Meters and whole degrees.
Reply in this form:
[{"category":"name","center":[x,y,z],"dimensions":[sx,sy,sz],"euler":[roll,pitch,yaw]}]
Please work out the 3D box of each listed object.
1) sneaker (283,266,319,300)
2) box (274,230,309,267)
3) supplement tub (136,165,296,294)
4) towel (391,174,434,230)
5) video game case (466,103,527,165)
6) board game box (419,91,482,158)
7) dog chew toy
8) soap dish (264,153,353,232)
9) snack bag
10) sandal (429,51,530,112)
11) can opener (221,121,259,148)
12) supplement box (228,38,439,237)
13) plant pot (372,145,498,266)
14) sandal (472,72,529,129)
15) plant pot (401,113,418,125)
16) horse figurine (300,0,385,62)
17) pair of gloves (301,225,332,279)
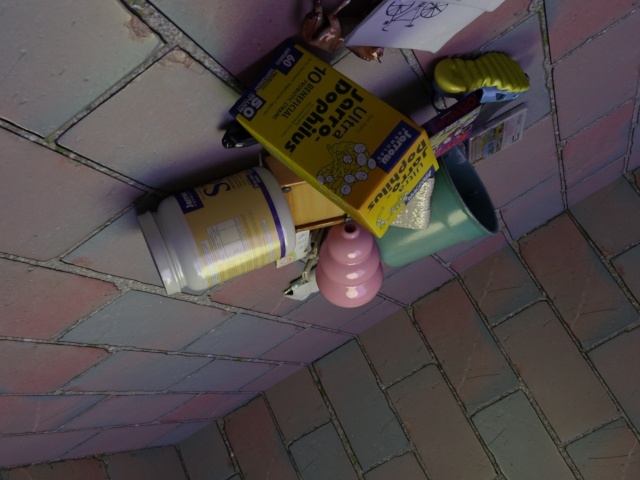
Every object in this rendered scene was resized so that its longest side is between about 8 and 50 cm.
[{"category":"sneaker","center":[-0.065,0.168,2.462],"dimensions":[0.094,0.080,0.212],"euler":[5,144,-35]},{"category":"box","center":[-0.105,-0.018,1.934],"dimensions":[0.103,0.114,0.203],"euler":[-22,159,-14]},{"category":"supplement tub","center":[-0.251,-0.022,1.582],"dimensions":[0.331,0.241,0.241],"euler":[-21,158,-16]},{"category":"towel","center":[0.176,-0.127,1.838],"dimensions":[0.049,0.282,0.187],"euler":[-64,159,-47]},{"category":"video game case","center":[0.575,-0.340,2.141],"dimensions":[0.206,0.026,0.227],"euler":[-29,159,2]},{"category":"board game box","center":[0.241,-0.226,1.653],"dimensions":[0.347,0.056,0.208],"euler":[-33,171,-4]},{"category":"dog chew toy","center":[0.084,0.056,1.903],"dimensions":[0.207,0.206,0.332],"euler":[-23,148,-13]},{"category":"soap dish","center":[-0.015,-0.136,1.692],"dimensions":[0.229,0.118,0.291],"euler":[-12,152,-4]},{"category":"snack bag","center":[0.243,-0.455,1.233],"dimensions":[0.323,0.037,0.342],"euler":[-14,168,-44]},{"category":"sandal","center":[0.402,-0.402,1.689],"dimensions":[0.317,0.126,0.138],"euler":[-7,155,-26]},{"category":"can opener","center":[-0.142,-0.239,1.475],"dimensions":[0.186,0.073,0.059],"euler":[-21,151,-41]},{"category":"supplement box","center":[0.029,-0.201,1.298],"dimensions":[0.194,0.356,0.195],"euler":[-51,157,0]},{"category":"plant pot","center":[0.319,-0.096,2.019],"dimensions":[0.334,0.341,0.341],"euler":[-30,160,28]},{"category":"sandal","center":[0.490,-0.407,1.872],"dimensions":[0.097,0.054,0.254],"euler":[-4,158,-33]},{"category":"plant pot","center":[0.213,-0.294,1.747],"dimensions":[0.081,0.081,0.083],"euler":[-1,135,-49]},{"category":"horse figurine","center":[0.050,-0.424,1.274],"dimensions":[0.263,0.066,0.174],"euler":[-18,154,-37]},{"category":"pair of gloves","center":[0.000,0.000,2.029],"dimensions":[0.240,0.042,0.204],"euler":[102,10,-61]}]
